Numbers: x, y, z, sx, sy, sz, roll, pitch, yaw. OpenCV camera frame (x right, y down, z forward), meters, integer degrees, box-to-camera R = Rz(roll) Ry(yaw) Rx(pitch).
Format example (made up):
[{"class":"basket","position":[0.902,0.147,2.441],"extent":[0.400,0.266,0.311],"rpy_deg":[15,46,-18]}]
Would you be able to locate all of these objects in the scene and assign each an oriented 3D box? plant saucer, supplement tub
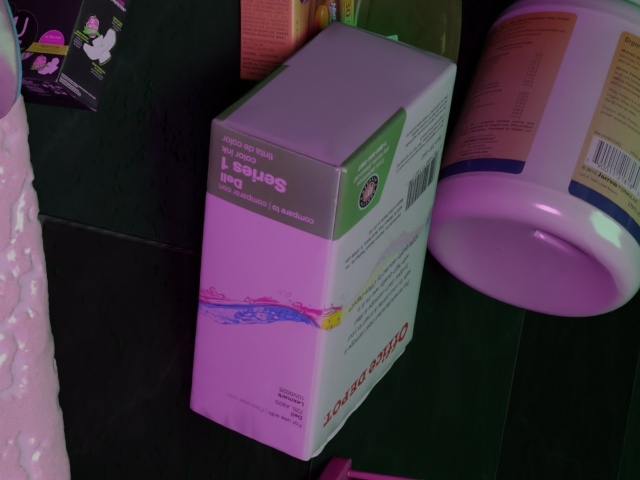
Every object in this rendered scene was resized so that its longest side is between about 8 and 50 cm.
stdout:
[{"class":"plant saucer","position":[0.065,-0.183,1.719],"extent":[0.278,0.041,0.278],"rpy_deg":[-33,128,-56]},{"class":"supplement tub","position":[0.250,-0.107,1.900],"extent":[0.316,0.228,0.228],"rpy_deg":[-67,151,-25]}]

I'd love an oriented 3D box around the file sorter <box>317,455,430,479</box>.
[{"class":"file sorter","position":[0.062,0.339,1.644],"extent":[0.290,0.182,0.202],"rpy_deg":[-45,139,-72]}]

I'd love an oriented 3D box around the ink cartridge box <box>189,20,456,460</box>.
[{"class":"ink cartridge box","position":[0.000,0.000,1.497],"extent":[0.201,0.117,0.278],"rpy_deg":[-45,149,-49]}]

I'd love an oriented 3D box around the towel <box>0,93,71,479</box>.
[{"class":"towel","position":[-0.260,0.083,1.131],"extent":[0.317,0.053,0.332],"rpy_deg":[-40,134,-54]}]

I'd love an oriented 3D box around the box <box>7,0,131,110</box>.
[{"class":"box","position":[-0.170,-0.134,1.229],"extent":[0.052,0.062,0.083],"rpy_deg":[39,64,-59]}]

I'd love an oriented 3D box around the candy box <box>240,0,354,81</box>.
[{"class":"candy box","position":[-0.017,-0.227,1.522],"extent":[0.109,0.053,0.187],"rpy_deg":[-28,125,-58]}]

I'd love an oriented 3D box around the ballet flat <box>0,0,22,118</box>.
[{"class":"ballet flat","position":[-0.228,-0.167,1.076],"extent":[0.068,0.072,0.213],"rpy_deg":[-22,103,-55]}]
